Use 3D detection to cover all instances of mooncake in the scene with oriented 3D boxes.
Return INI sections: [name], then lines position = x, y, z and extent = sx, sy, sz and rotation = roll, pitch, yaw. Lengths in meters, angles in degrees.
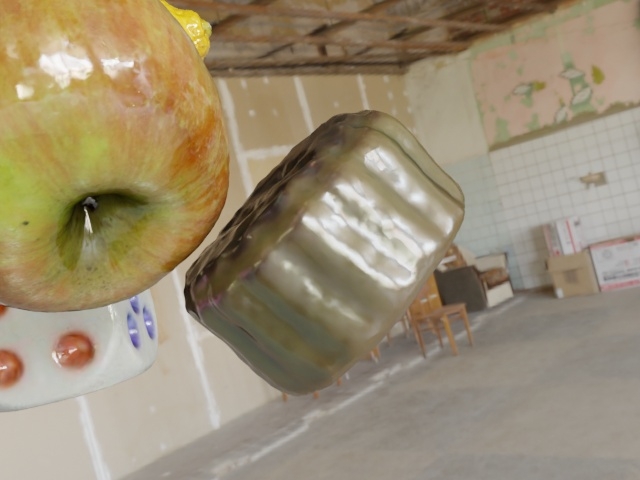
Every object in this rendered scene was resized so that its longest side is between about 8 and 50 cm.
[mooncake]
position = 0.000, 0.000, 0.709
extent = 0.290, 0.161, 0.290
rotation = -47, 10, 11

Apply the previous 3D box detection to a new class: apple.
[apple]
position = -0.225, -0.097, 0.602
extent = 0.277, 0.250, 0.309
rotation = -12, -39, -33

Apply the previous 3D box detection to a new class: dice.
[dice]
position = -0.432, 0.126, 1.168
extent = 0.259, 0.251, 0.243
rotation = -14, -1, -2

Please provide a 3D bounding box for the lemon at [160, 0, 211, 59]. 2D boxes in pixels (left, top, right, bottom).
[lemon]
position = -0.206, -0.199, 0.784
extent = 0.187, 0.142, 0.142
rotation = -27, 0, 1
